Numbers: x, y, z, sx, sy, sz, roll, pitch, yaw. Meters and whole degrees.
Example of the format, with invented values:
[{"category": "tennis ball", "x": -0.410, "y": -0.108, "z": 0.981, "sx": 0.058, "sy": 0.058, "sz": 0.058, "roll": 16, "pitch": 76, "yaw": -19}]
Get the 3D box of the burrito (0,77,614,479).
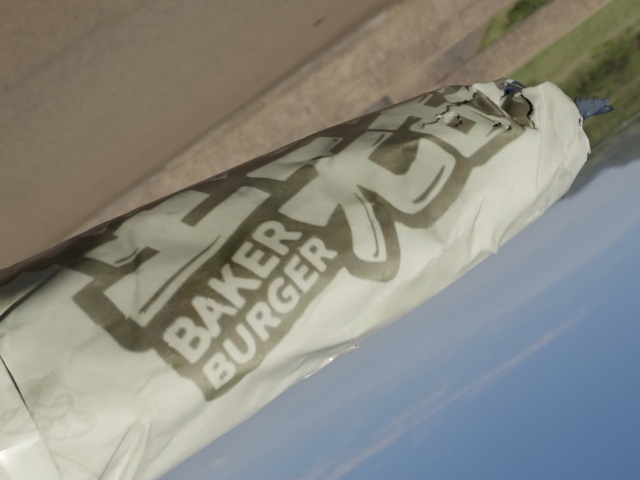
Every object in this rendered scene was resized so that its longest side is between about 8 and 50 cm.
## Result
[{"category": "burrito", "x": 0.000, "y": 0.000, "z": 0.528, "sx": 0.445, "sy": 0.101, "sz": 0.139, "roll": -28, "pitch": -153, "yaw": -35}]
